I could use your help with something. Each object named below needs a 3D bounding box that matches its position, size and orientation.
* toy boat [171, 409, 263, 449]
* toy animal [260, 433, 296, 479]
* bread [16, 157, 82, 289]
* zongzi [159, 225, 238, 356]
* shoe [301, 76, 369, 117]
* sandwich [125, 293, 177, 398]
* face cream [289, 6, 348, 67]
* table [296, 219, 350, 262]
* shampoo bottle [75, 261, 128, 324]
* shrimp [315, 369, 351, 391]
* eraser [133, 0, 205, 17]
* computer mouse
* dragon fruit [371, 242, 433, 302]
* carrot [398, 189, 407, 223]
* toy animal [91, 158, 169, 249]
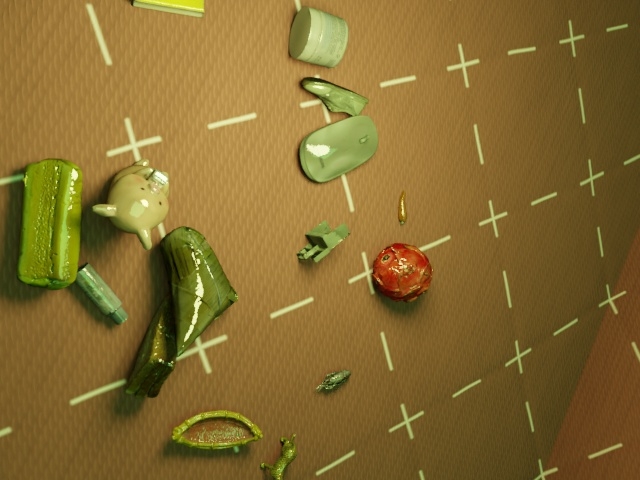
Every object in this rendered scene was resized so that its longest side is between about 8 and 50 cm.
[{"bbox_3d":[-0.364,0.667,1.760,0.318,0.099,0.140,9,87,-24],"label":"toy boat"},{"bbox_3d":[-0.130,0.816,1.868,0.073,0.136,0.181,44,75,-23],"label":"toy animal"},{"bbox_3d":[-0.780,-0.048,1.469,0.167,0.112,0.382,3,89,0],"label":"bread"},{"bbox_3d":[-0.428,0.145,1.556,0.160,0.360,0.322,-24,105,23],"label":"zongzi"},{"bbox_3d":[0.048,-0.525,1.851,0.275,0.103,0.098,14,108,-26],"label":"shoe"},{"bbox_3d":[-0.530,0.350,1.635,0.100,0.288,0.254,22,129,-20],"label":"sandwich"},{"bbox_3d":[-0.006,-0.706,1.760,0.153,0.177,0.177,6,92,-29],"label":"face cream"},{"bbox_3d":[0.000,0.000,1.848,0.175,0.146,0.062,-38,111,-20],"label":"table"},{"bbox_3d":[-0.683,0.171,1.567,0.072,0.072,0.214,-39,110,-18],"label":"shampoo bottle"},{"bbox_3d":[0.050,0.548,1.977,0.165,0.065,0.056,-16,70,-20],"label":"shrimp"},{"bbox_3d":[-0.476,-0.804,1.576,0.226,0.069,0.157,-3,98,-27],"label":"eraser"},{"bbox_3d":[0.074,-0.341,1.866,0.331,0.095,0.197,-28,119,-15],"label":"computer mouse"},{"bbox_3d":[0.324,0.128,1.985,0.253,0.241,0.240,27,83,-12],"label":"dragon fruit"},{"bbox_3d":[0.339,-0.137,2.071,0.035,0.035,0.142,1,90,-27],"label":"carrot"},{"bbox_3d":[-0.542,-0.123,1.520,0.195,0.256,0.213,41,87,-25],"label":"toy animal"}]
